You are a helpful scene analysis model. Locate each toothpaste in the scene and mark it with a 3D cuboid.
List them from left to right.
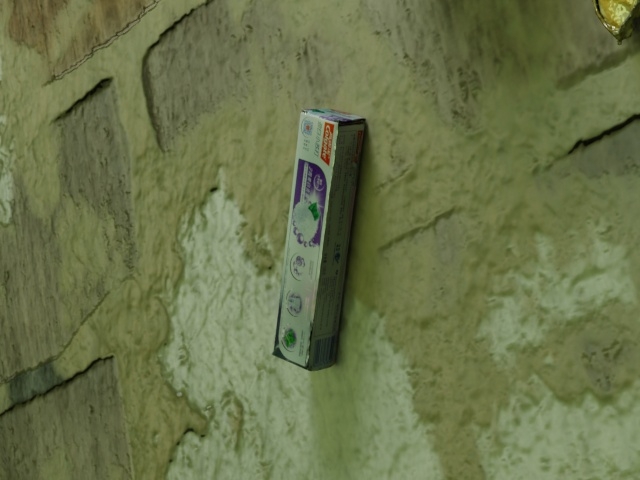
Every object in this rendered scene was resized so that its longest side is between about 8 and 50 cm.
[{"bbox_3d":[0.000,0.000,1.325,0.047,0.040,0.196,20,108,45],"label":"toothpaste"}]

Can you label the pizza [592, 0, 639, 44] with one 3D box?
[{"bbox_3d":[0.201,-0.189,1.067,0.108,0.026,0.123,-22,73,47],"label":"pizza"}]
